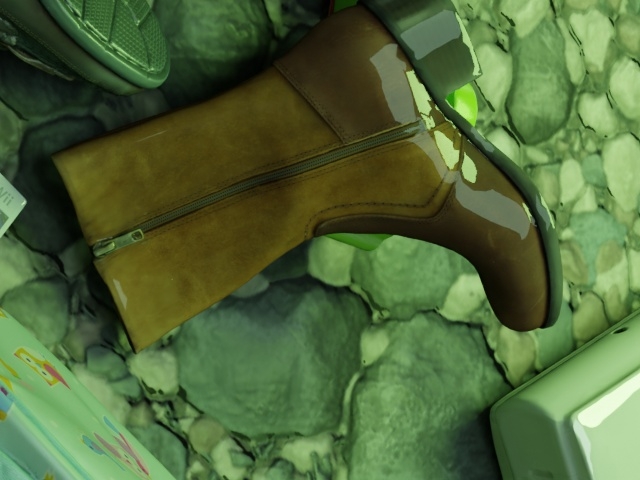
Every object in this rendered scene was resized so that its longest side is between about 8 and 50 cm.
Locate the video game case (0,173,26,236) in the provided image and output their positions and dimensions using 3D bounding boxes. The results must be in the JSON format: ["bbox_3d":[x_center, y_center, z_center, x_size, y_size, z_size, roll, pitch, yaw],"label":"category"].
[{"bbox_3d":[-0.240,-0.006,1.137,0.087,0.011,0.122,48,61,-30],"label":"video game case"}]

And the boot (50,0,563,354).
[{"bbox_3d":[0.000,0.000,1.229,0.280,0.096,0.264,-29,116,-9],"label":"boot"}]

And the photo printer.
[{"bbox_3d":[0.291,0.179,1.527,0.307,0.107,0.256,-27,108,-37],"label":"photo printer"}]

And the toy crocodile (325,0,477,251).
[{"bbox_3d":[0.049,-0.163,1.332,0.115,0.105,0.341,14,86,-39],"label":"toy crocodile"}]

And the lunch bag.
[{"bbox_3d":[-0.163,0.136,1.029,0.108,0.224,0.279,-44,96,-1],"label":"lunch bag"}]

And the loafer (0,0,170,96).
[{"bbox_3d":[-0.202,-0.171,1.138,0.267,0.084,0.096,42,34,-37],"label":"loafer"}]
